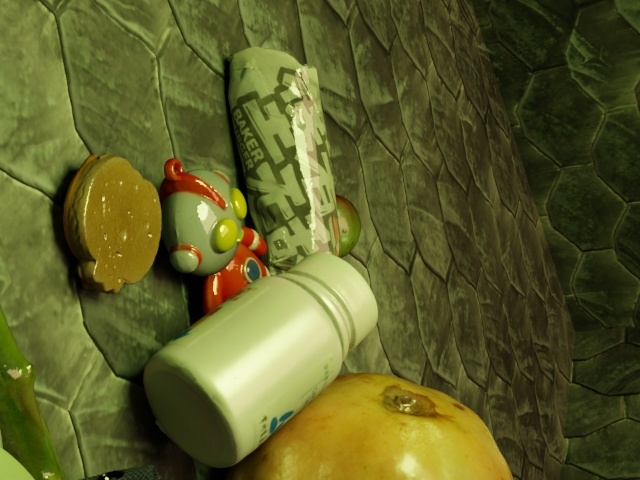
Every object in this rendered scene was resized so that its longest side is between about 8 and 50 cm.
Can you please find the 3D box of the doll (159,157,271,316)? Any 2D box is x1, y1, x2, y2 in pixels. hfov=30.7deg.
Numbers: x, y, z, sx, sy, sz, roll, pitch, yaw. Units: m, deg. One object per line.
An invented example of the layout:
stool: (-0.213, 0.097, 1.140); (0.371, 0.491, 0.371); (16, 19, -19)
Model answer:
doll: (-0.130, 0.016, 1.569); (0.336, 0.105, 0.199); (64, 33, -37)

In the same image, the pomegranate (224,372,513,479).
pomegranate: (0.070, 0.379, 1.579); (0.411, 0.412, 0.411); (-8, 90, -67)

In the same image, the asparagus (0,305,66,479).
asparagus: (-0.321, 0.131, 1.131); (0.082, 0.085, 0.343); (-80, 158, -60)

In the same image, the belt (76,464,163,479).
belt: (-0.211, 0.361, 1.255); (0.139, 0.126, 0.230); (-125, -157, -79)

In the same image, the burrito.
burrito: (-0.043, -0.074, 1.745); (0.101, 0.139, 0.445); (138, -58, -83)

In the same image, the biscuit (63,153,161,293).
biscuit: (-0.253, -0.014, 1.376); (0.170, 0.050, 0.170); (1, 90, -66)

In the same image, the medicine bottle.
medicine bottle: (-0.069, 0.141, 1.476); (0.293, 0.170, 0.170); (-38, 120, -36)

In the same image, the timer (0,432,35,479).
timer: (-0.331, 0.221, 0.918); (0.315, 0.291, 0.290); (-104, 175, -65)

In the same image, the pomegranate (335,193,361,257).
pomegranate: (0.005, -0.004, 1.864); (0.129, 0.129, 0.159); (-67, 149, -50)
